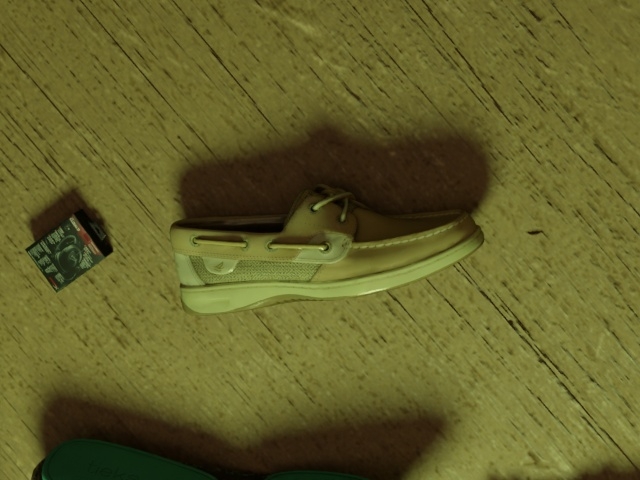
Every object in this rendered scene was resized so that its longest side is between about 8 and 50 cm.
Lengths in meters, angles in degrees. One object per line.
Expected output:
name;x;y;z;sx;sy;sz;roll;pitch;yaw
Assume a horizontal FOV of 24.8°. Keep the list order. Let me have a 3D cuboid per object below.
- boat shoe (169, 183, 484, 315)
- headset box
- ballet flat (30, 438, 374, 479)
boat shoe;0.000;0.000;1.543;0.341;0.121;0.110;-10;100;15
headset box;-0.281;0.009;1.648;0.083;0.032;0.062;-35;94;15
ballet flat;-0.094;0.338;1.636;0.482;0.164;0.182;6;125;16
